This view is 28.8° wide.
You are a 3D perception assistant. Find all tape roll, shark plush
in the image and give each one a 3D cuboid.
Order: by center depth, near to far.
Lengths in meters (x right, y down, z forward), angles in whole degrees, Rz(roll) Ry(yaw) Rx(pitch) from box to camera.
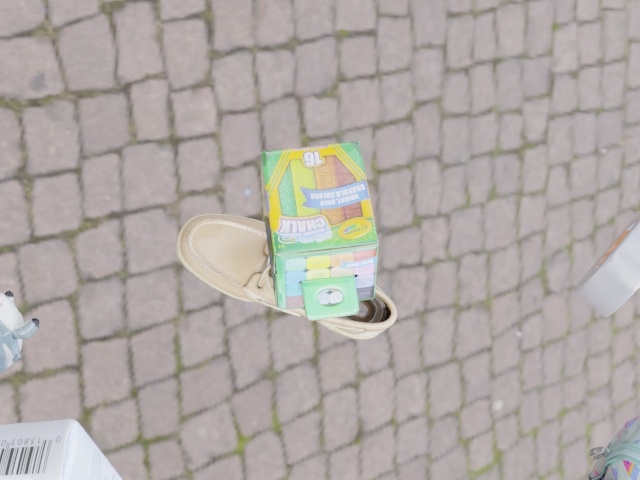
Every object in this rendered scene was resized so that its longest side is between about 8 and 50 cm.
[{"bbox_3d":[-0.406,0.127,1.518,0.067,0.073,0.161,-8,139,-45],"label":"shark plush"},{"bbox_3d":[0.540,0.030,2.168,0.219,0.072,0.219,-49,174,-7],"label":"tape roll"}]

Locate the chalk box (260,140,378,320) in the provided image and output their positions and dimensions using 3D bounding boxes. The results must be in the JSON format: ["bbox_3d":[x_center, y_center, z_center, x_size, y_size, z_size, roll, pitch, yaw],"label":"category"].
[{"bbox_3d":[0.000,0.000,1.582,0.132,0.213,0.132,-7,146,-5],"label":"chalk box"}]

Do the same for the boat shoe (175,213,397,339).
[{"bbox_3d":[-0.046,0.045,1.827,0.341,0.110,0.121,21,81,-7],"label":"boat shoe"}]

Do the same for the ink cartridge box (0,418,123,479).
[{"bbox_3d":[-0.370,0.359,1.511,0.385,0.308,0.091,68,20,-46],"label":"ink cartridge box"}]

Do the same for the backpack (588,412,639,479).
[{"bbox_3d":[0.244,0.177,0.775,0.144,0.166,0.188,-37,160,-18],"label":"backpack"}]
